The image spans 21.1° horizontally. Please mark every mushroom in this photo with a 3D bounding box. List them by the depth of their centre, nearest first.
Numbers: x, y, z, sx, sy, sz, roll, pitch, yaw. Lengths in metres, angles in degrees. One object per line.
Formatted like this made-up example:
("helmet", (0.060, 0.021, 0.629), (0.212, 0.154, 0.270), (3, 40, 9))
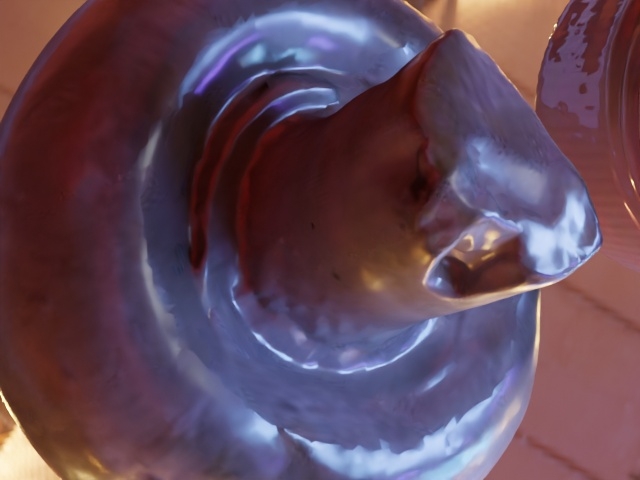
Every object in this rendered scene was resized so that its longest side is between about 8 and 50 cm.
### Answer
("mushroom", (0.000, 0.000, 0.542), (0.204, 0.204, 0.204), (1, -127, -1))

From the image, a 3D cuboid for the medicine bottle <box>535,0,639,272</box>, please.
("medicine bottle", (0.275, -0.061, 0.792), (0.219, 0.388, 0.219), (-1, -87, -22))
